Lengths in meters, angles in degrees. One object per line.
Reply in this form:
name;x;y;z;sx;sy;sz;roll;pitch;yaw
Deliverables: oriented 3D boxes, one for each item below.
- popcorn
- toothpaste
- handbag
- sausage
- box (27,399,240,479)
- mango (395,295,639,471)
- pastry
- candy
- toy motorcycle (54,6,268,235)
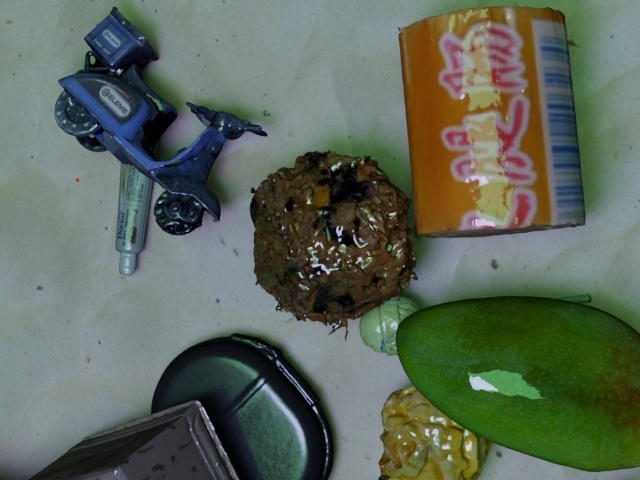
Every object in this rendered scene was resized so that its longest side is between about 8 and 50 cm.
popcorn;0.159;0.291;1.258;0.170;0.180;0.179;-14;87;-24
toothpaste;-0.299;-0.071;1.418;0.067;0.037;0.255;5;88;12
handbag;-0.121;0.292;1.350;0.254;0.093;0.308;-43;81;12
sausage;0.229;-0.148;1.182;0.233;0.233;0.287;-5;91;15
box;-0.277;0.400;1.273;0.297;0.190;0.225;-24;95;37
mango;0.285;0.176;1.170;0.382;0.201;0.225;17;57;4
pastry;0.000;0.000;1.234;0.275;0.193;0.274;18;118;37
candy;0.223;0.109;1.274;0.336;0.092;0.093;-8;102;6
toy motorcycle;-0.251;-0.177;1.348;0.212;0.125;0.358;-45;78;-4
